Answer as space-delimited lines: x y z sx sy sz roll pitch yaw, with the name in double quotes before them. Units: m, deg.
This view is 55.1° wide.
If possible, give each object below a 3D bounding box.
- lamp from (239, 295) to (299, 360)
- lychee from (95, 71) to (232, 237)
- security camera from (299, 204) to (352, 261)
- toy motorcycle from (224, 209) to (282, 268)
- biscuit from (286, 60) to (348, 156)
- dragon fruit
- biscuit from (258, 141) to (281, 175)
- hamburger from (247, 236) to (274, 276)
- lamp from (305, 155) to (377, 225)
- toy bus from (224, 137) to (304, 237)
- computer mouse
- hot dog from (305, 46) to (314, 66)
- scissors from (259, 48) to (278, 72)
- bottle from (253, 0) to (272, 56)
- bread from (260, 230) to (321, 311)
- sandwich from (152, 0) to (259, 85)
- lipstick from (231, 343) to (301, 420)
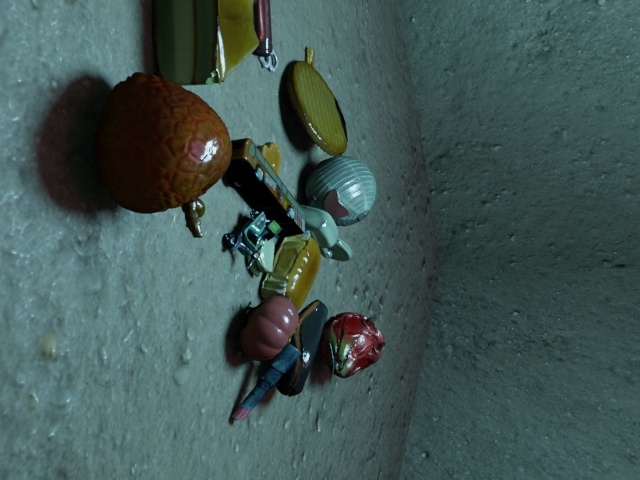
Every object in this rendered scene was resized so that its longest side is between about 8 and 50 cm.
"lamp" -0.137 0.218 1.563 0.182 0.140 0.182 -52 -175 7
"lychee" -0.269 -0.150 1.088 0.300 0.255 0.255 52 30 -7
"security camera" 0.000 0.000 1.915 0.080 0.157 0.301 -64 150 -22
"toy motorcycle" -0.174 -0.010 1.556 0.100 0.058 0.173 48 41 -9
"biscuit" -0.007 -0.408 1.907 0.318 0.040 0.318 44 33 -40
"dragon fruit" 0.100 0.361 2.057 0.293 0.233 0.234 -78 161 -68
"biscuit" -0.146 -0.218 1.703 0.118 0.023 0.140 66 32 -46
"hamburger" -0.161 0.027 1.636 0.084 0.054 0.121 56 37 -49
"lamp" 0.069 -0.154 1.971 0.265 0.233 0.233 19 73 -63
"toy bus" -0.147 -0.127 1.613 0.409 0.093 0.092 54 33 -58
"computer mouse" -0.064 0.298 1.756 0.323 0.116 0.183 -69 -176 -53
"hot dog" -0.037 -0.585 1.985 0.037 0.021 0.083 8 85 -48
"scissors" -0.148 -0.568 1.707 0.100 0.015 0.189 -9 97 -66
"bottle" -0.156 -0.573 1.627 0.060 0.060 0.164 -23 113 -67
"bread" -0.077 0.095 1.761 0.136 0.107 0.241 72 32 -43
"sandwich" -0.232 -0.421 1.295 0.198 0.155 0.228 -3 94 -69
"lipstick" -0.143 0.365 1.570 0.234 0.053 0.053 -49 142 -19
